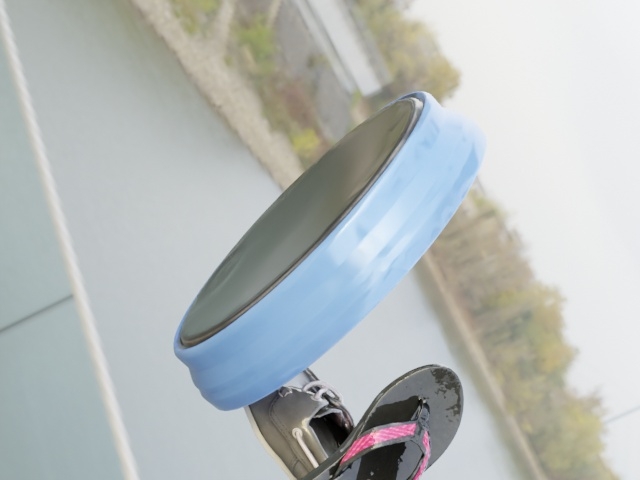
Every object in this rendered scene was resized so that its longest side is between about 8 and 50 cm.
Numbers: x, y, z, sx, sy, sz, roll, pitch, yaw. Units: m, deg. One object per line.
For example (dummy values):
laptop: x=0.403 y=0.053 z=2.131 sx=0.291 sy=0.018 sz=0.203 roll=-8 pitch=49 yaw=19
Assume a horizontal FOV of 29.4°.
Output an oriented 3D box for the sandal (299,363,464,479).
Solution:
sandal: x=0.038 y=0.160 z=0.847 sx=0.067 sy=0.179 sz=0.040 roll=51 pitch=-11 yaw=-16

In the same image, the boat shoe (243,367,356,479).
boat shoe: x=0.023 y=0.220 z=1.187 sx=0.112 sy=0.095 sz=0.335 roll=11 pitch=46 yaw=-54

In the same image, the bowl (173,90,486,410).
bowl: x=0.000 y=0.000 z=1.242 sx=0.077 sy=0.391 sz=0.391 roll=45 pitch=12 yaw=-12
